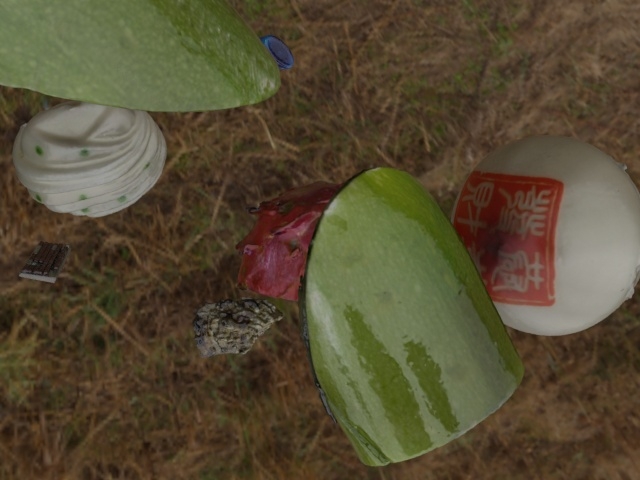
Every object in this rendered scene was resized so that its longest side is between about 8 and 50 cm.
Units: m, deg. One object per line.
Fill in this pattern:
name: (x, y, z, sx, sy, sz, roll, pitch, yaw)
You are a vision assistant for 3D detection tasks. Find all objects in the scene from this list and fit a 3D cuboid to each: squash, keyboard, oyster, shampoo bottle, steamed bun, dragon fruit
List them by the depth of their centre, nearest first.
squash: (-0.170, -0.136, 0.618, 0.189, 0.189, 0.260, -35, 133, 13)
squash: (0.078, 0.073, 1.128, 0.234, 0.210, 0.309, -35, 99, -25)
steamed bun: (-0.277, -0.092, 1.170, 0.183, 0.106, 0.183, -10, 153, -5)
keyboard: (-0.403, 0.029, 1.422, 0.055, 0.166, 0.017, 12, 102, -10)
steamed bun: (0.385, -0.003, 1.735, 0.241, 0.374, 0.374, -13, 137, -38)
oyster: (-0.151, 0.158, 1.778, 0.177, 0.056, 0.105, -4, 86, -27)
shampoo bottle: (-0.141, -0.376, 1.971, 0.087, 0.183, 0.050, 40, 65, -37)
dragon fruit: (0.000, 0.000, 2.104, 0.371, 0.386, 0.249, -1, 101, -8)
